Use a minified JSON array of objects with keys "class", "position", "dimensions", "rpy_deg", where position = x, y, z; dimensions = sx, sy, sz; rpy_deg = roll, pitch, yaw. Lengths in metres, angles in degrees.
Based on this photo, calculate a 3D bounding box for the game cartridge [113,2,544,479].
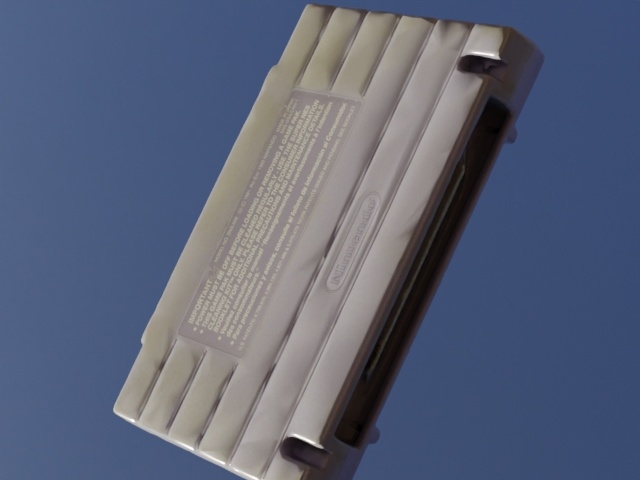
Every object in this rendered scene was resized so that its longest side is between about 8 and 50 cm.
[{"class":"game cartridge","position":[0.000,0.000,1.153],"dimensions":[0.230,0.068,0.355],"rpy_deg":[15,-103,52]}]
